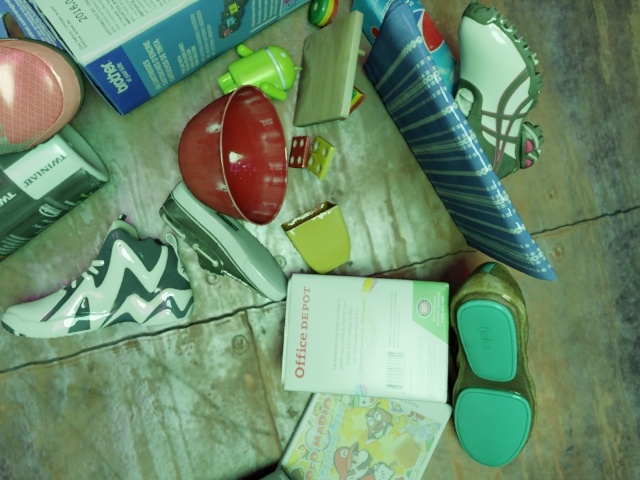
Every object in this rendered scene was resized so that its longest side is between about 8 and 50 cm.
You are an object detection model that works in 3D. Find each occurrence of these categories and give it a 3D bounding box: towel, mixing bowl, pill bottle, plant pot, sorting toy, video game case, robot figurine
[{"bbox_3d":[0.163,-0.118,0.557,0.040,0.243,0.336,-32,98,5],"label":"towel"},{"bbox_3d":[-0.123,-0.110,0.584,0.098,0.181,0.181,1,90,20],"label":"mixing bowl"},{"bbox_3d":[-0.414,-0.054,0.558,0.245,0.130,0.130,-39,94,-5],"label":"pill bottle"},{"bbox_3d":[0.000,0.000,0.631,0.081,0.081,0.083,-28,103,-5],"label":"plant pot"},{"bbox_3d":[0.019,-0.218,0.610,0.046,0.132,0.275,7,93,-32],"label":"sorting toy"},{"bbox_3d":[0.064,0.312,0.662,0.206,0.026,0.227,26,88,-5],"label":"video game case"},{"bbox_3d":[-0.086,-0.233,0.624,0.115,0.067,0.101,-28,62,-5],"label":"robot figurine"}]

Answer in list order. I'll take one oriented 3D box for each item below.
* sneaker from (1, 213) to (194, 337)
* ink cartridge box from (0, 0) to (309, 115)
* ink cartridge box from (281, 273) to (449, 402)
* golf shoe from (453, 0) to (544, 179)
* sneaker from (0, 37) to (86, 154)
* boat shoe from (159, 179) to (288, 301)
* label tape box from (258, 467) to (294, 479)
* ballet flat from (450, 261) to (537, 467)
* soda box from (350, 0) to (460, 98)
[{"bbox_3d":[-0.298,0.042,0.590,0.235,0.094,0.153,-5,89,-6],"label":"sneaker"},{"bbox_3d":[-0.231,-0.352,0.542,0.395,0.151,0.270,-36,88,-12],"label":"ink cartridge box"},{"bbox_3d":[0.060,0.130,0.604,0.212,0.093,0.154,3,81,3],"label":"ink cartridge box"},{"bbox_3d":[0.220,-0.173,0.584,0.120,0.105,0.273,-33,134,5],"label":"golf shoe"},{"bbox_3d":[-0.387,-0.108,0.410,0.313,0.136,0.116,-16,120,-6],"label":"sneaker"},{"bbox_3d":[-0.136,0.013,0.617,0.219,0.078,0.070,45,105,6],"label":"boat shoe"},{"bbox_3d":[-0.144,0.485,0.533,0.333,0.106,0.241,-19,101,-26],"label":"label tape box"},{"bbox_3d":[0.245,0.173,0.621,0.116,0.124,0.342,1,123,30],"label":"ballet flat"},{"bbox_3d":[0.133,-0.284,0.645,0.067,0.071,0.210,-35,93,-5],"label":"soda box"}]
